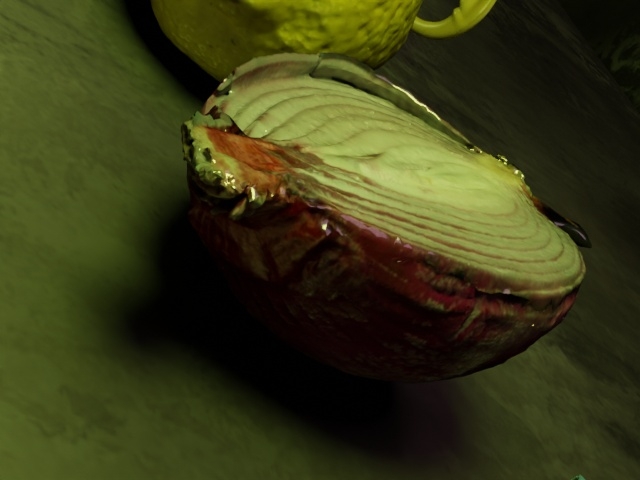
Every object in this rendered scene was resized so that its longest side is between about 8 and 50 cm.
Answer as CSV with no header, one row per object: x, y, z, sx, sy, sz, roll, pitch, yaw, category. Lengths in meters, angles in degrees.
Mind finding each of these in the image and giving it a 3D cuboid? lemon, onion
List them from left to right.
-0.024,-0.251,0.953,0.253,0.253,0.310,43,23,-7,lemon
0.000,0.000,0.722,0.349,0.159,0.267,1,38,-49,onion

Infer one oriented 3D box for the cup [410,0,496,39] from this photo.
0.077,-0.343,1.254,0.178,0.256,0.255,30,28,-31,cup

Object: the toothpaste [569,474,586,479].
0.162,0.250,0.713,0.066,0.053,0.272,49,23,-4,toothpaste
